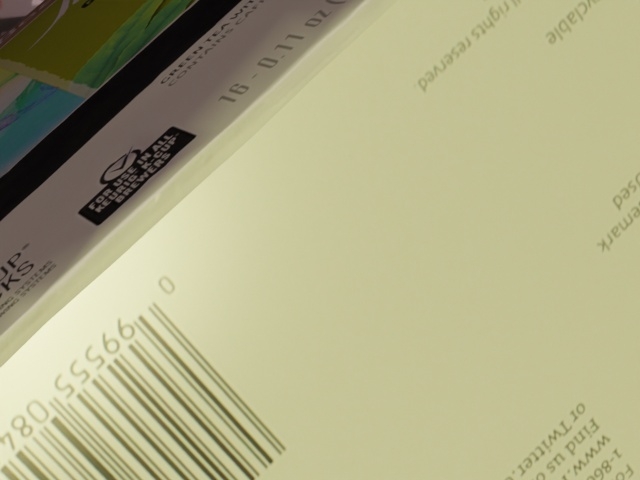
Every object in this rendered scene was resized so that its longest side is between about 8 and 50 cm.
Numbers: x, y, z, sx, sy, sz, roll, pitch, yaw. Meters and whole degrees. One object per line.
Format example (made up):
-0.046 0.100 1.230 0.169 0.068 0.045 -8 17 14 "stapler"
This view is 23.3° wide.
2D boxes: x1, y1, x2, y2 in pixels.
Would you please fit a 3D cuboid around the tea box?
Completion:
0.000 0.000 0.570 0.329 0.220 0.323 -44 23 -11 "tea box"

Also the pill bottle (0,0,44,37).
-0.122 -0.093 0.833 0.283 0.161 0.161 -6 31 11 "pill bottle"
